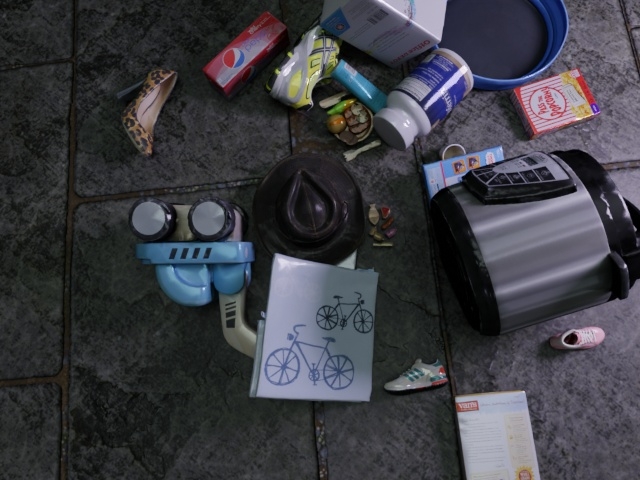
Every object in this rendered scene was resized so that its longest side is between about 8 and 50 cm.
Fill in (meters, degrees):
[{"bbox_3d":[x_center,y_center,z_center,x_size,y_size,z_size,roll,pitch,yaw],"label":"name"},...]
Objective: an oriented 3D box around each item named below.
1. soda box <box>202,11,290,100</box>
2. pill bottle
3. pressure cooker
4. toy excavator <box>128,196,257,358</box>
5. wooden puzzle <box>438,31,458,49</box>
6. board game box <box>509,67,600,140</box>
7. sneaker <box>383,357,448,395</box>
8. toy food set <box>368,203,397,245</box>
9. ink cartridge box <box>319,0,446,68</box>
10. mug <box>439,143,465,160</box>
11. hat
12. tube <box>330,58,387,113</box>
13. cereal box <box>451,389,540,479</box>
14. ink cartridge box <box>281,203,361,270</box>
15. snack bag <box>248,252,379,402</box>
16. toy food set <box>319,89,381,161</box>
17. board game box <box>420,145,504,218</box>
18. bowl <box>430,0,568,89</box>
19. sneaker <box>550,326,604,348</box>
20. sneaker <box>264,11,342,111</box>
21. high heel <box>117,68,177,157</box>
[{"bbox_3d":[-0.212,-0.538,1.483,0.092,0.083,0.263,42,83,12],"label":"soda box"},{"bbox_3d":[0.274,-0.379,1.380,0.153,0.153,0.265,43,83,12],"label":"pill bottle"},{"bbox_3d":[0.496,-0.008,1.158,0.420,0.375,0.370,-18,74,6],"label":"pressure cooker"},{"bbox_3d":[-0.248,0.118,1.289,0.432,0.222,0.445,0,90,3],"label":"toy excavator"},{"bbox_3d":[0.382,-0.587,1.498,0.083,0.006,0.049,-16,76,0],"label":"wooden puzzle"},{"bbox_3d":[0.649,-0.378,1.412,0.193,0.045,0.147,-19,76,-1],"label":"board game box"},{"bbox_3d":[0.233,0.338,1.268,0.161,0.057,0.075,-10,59,2],"label":"sneaker"},{"bbox_3d":[0.168,-0.040,1.375,0.077,0.019,0.122,1,69,3],"label":"toy food set"},{"bbox_3d":[0.174,-0.637,1.367,0.270,0.198,0.197,18,74,-31],"label":"ink cartridge box"},{"bbox_3d":[0.348,-0.228,1.383,0.078,0.064,0.062,-43,106,8],"label":"mug"},{"bbox_3d":[-0.036,-0.091,1.296,0.331,0.134,0.331,-1,76,4],"label":"hat"},{"bbox_3d":[0.122,-0.420,1.419,0.207,0.052,0.080,35,71,-16],"label":"tube"},{"bbox_3d":[0.420,0.489,1.217,0.172,0.047,0.240,-5,76,2],"label":"cereal box"},{"bbox_3d":[0.000,0.000,1.360,0.206,0.045,0.208,6,78,5],"label":"ink cartridge box"},{"bbox_3d":[-0.004,0.214,1.233,0.323,0.037,0.343,11,77,-28],"label":"snack bag"},{"bbox_3d":[0.085,-0.333,1.425,0.132,0.038,0.192,-25,84,0],"label":"toy food set"},{"bbox_3d":[0.387,-0.148,1.347,0.211,0.039,0.160,-14,100,1],"label":"board game box"},{"bbox_3d":[0.497,-0.611,1.457,0.391,0.077,0.391,0,77,2],"label":"bowl"},{"bbox_3d":[0.645,0.242,1.252,0.134,0.070,0.051,-9,74,0],"label":"sneaker"},{"bbox_3d":[-0.005,-0.535,1.463,0.147,0.145,0.385,38,80,-16],"label":"sneaker"},{"bbox_3d":[-0.469,-0.372,1.450,0.186,0.093,0.261,-26,67,4],"label":"high heel"}]
